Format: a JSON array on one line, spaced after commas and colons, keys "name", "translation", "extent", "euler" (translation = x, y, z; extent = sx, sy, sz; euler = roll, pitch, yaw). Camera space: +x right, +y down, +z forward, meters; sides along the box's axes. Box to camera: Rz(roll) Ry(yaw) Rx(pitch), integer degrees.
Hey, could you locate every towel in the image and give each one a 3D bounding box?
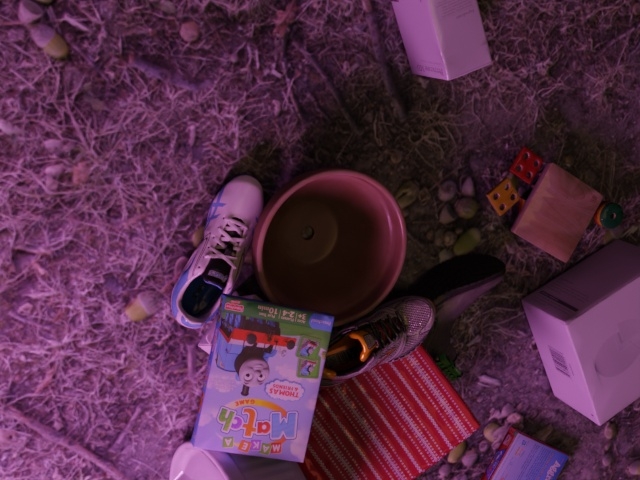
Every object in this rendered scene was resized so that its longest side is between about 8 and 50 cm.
[{"name": "towel", "translation": [0.085, 0.292, 1.457], "extent": [0.275, 0.031, 0.199], "euler": [-37, 89, 0]}]

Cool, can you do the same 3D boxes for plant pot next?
[{"name": "plant pot", "translation": [0.000, 0.000, 1.384], "extent": [0.237, 0.110, 0.237], "euler": [-7, 109, -23]}]

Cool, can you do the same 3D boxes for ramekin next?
[{"name": "ramekin", "translation": [-0.109, 0.409, 1.376], "extent": [0.127, 0.273, 0.273], "euler": [-13, 110, -32]}]

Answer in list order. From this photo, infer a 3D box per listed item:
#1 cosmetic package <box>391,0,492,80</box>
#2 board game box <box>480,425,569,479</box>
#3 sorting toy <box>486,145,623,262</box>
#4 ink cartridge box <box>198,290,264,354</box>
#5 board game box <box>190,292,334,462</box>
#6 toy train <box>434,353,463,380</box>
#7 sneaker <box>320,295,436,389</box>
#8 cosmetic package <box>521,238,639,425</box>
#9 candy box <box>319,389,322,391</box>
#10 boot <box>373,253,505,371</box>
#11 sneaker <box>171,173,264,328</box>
[{"name": "cosmetic package", "translation": [0.160, -0.354, 1.350], "extent": [0.085, 0.117, 0.231], "euler": [-25, 112, -16]}, {"name": "board game box", "translation": [0.338, 0.492, 1.727], "extent": [0.145, 0.027, 0.281], "euler": [28, 92, -27]}, {"name": "sorting toy", "translation": [0.384, -0.054, 1.577], "extent": [0.274, 0.046, 0.132], "euler": [26, 93, -29]}, {"name": "ink cartridge box", "translation": [-0.100, 0.147, 1.374], "extent": [0.143, 0.090, 0.092], "euler": [41, 65, -21]}, {"name": "board game box", "translation": [-0.080, 0.192, 1.300], "extent": [0.160, 0.039, 0.211], "euler": [12, 92, -16]}, {"name": "toy train", "translation": [0.212, 0.208, 1.539], "extent": [0.024, 0.017, 0.083], "euler": [-23, 141, 19]}, {"name": "sneaker", "translation": [0.079, 0.153, 1.394], "extent": [0.225, 0.093, 0.088], "euler": [-30, 84, -14]}, {"name": "cosmetic package", "translation": [0.505, 0.156, 1.642], "extent": [0.225, 0.138, 0.224], "euler": [-29, 115, -13]}, {"name": "candy box", "translation": [-0.066, 0.239, 1.470], "extent": [0.206, 0.027, 0.105], "euler": [18, 97, -27]}, {"name": "boot", "translation": [0.202, 0.134, 1.546], "extent": [0.246, 0.083, 0.161], "euler": [-27, 125, -13]}, {"name": "sneaker", "translation": [-0.140, 0.019, 1.341], "extent": [0.085, 0.086, 0.237], "euler": [24, 93, -26]}]
